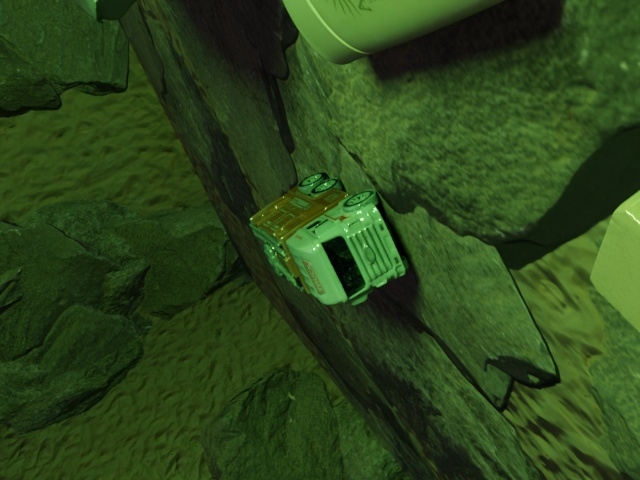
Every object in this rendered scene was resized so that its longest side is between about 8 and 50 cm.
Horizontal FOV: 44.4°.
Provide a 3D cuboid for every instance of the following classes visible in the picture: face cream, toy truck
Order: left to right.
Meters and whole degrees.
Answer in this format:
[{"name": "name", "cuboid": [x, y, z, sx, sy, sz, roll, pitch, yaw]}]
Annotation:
[{"name": "toy truck", "cuboid": [0.000, 0.000, 1.212, 0.136, 0.162, 0.305, 63, 168, -19]}, {"name": "face cream", "cuboid": [0.037, -0.241, 0.631, 0.173, 0.081, 0.348, 62, 168, -13]}]

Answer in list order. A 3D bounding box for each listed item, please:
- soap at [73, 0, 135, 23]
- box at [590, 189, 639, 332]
[{"name": "soap", "cuboid": [-0.280, -0.422, 0.974, 0.446, 0.156, 0.261, 42, 156, 58]}, {"name": "box", "cuboid": [0.230, 0.013, 0.511, 0.089, 0.062, 0.122, 53, 168, 29]}]
